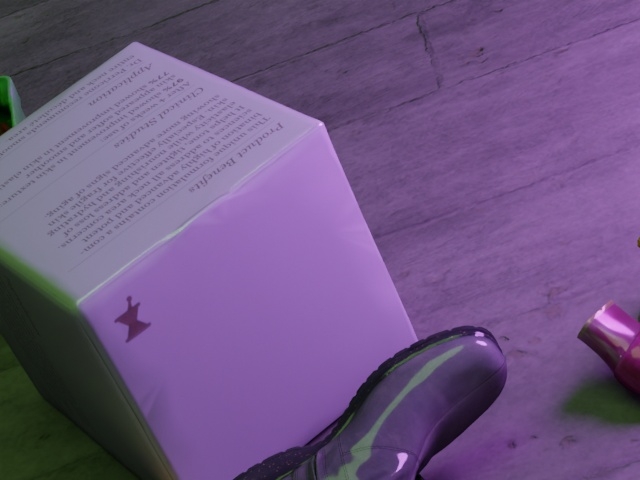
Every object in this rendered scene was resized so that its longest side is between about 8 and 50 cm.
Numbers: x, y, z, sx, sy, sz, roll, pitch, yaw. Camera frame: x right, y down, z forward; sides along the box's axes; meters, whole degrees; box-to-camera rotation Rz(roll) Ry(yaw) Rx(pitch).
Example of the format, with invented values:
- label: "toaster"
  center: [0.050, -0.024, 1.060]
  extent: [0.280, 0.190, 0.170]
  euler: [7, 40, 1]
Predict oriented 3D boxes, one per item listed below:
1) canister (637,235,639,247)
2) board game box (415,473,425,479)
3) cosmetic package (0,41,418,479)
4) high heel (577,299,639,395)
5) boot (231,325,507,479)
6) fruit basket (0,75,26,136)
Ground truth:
- label: "canister"
  center: [0.422, 0.005, 1.786]
  extent: [0.170, 0.073, 0.126]
  euler: [34, 57, 12]
- label: "board game box"
  center: [0.085, 0.307, 1.661]
  extent: [0.136, 0.030, 0.259]
  euler: [-32, 27, -9]
- label: "cosmetic package"
  center: [-0.169, 0.034, 1.946]
  extent: [0.329, 0.327, 0.393]
  euler: [-37, 36, -19]
- label: "high heel"
  center: [0.381, 0.072, 1.816]
  extent: [0.117, 0.082, 0.244]
  euler: [42, 51, 20]
- label: "boot"
  center: [0.075, 0.239, 1.661]
  extent: [0.338, 0.118, 0.223]
  euler: [-39, 30, -2]
- label: "fruit basket"
  center: [-0.556, -0.093, 2.275]
  extent: [0.392, 0.392, 0.283]
  euler: [-23, 34, 1]
